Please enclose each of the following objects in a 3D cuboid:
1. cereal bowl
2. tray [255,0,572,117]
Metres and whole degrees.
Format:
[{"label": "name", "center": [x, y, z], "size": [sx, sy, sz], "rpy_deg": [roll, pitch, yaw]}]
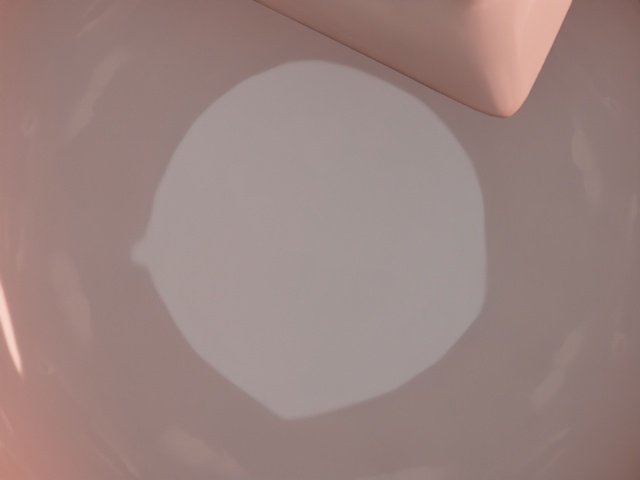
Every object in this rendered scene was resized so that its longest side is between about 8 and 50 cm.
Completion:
[{"label": "cereal bowl", "center": [0.000, 0.000, 0.607], "size": [0.338, 0.141, 0.339], "rpy_deg": [0, 97, 3]}, {"label": "tray", "center": [-0.030, -0.158, 0.474], "size": [0.270, 0.030, 0.145], "rpy_deg": [26, 87, -2]}]
